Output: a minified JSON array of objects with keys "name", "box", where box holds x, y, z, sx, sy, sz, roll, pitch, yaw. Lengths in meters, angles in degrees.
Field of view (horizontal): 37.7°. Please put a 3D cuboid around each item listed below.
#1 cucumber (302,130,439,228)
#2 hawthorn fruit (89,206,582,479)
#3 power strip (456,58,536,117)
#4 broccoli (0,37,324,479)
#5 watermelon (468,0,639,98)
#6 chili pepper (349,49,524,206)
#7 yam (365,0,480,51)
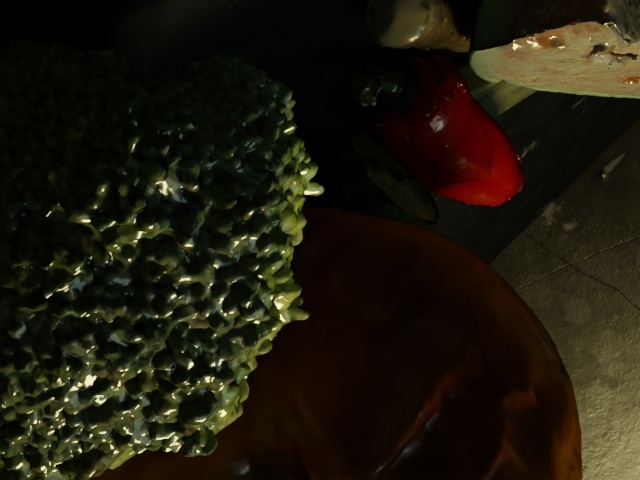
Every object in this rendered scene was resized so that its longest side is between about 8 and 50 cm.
[{"name":"cucumber","box":[0.003,0.002,1.025,0.244,0.134,0.134,-41,167,22]},{"name":"hawthorn fruit","box":[0.016,0.194,0.800,0.472,0.472,0.471,-39,165,-13]},{"name":"power strip","box":[0.224,-0.205,1.130,0.388,0.066,0.092,-32,160,-27]},{"name":"broccoli","box":[-0.136,0.024,0.542,0.288,0.235,0.260,-8,162,3]},{"name":"watermelon","box":[0.264,-0.201,0.832,0.305,0.180,0.224,5,133,-47]},{"name":"chili pepper","box":[0.128,-0.108,0.957,0.110,0.110,0.388,-45,145,10]},{"name":"yam","box":[0.127,-0.205,0.872,0.066,0.066,0.300,-51,164,29]}]
